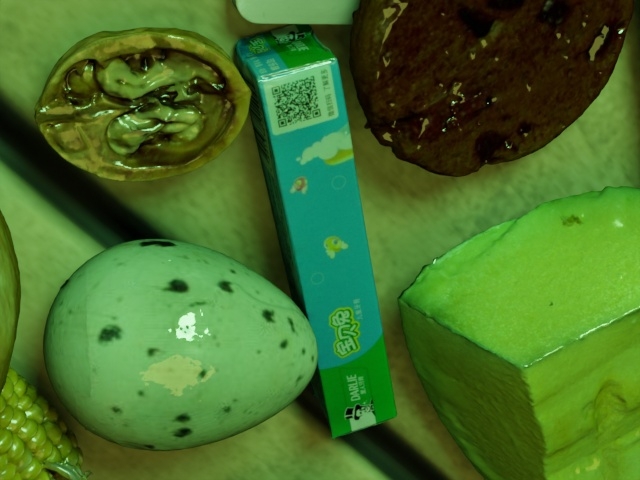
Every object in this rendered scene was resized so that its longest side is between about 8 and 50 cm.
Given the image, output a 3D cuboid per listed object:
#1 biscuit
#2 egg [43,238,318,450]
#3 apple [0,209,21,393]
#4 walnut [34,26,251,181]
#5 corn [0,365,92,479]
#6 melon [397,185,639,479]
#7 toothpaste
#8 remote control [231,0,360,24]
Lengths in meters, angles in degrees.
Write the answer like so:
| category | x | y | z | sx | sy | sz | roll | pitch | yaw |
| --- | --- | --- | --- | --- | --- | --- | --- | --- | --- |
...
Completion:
| category | x | y | z | sx | sy | sz | roll | pitch | yaw |
| --- | --- | --- | --- | --- | --- | --- | --- | --- | --- |
| biscuit | 0.102 | -0.124 | 0.688 | 0.192 | 0.049 | 0.192 | -19 | 130 | -24 |
| egg | -0.085 | 0.066 | 0.710 | 0.164 | 0.131 | 0.131 | 13 | 115 | -5 |
| apple | -0.298 | -0.011 | 0.531 | 0.346 | 0.254 | 0.179 | 19 | 104 | -27 |
| walnut | -0.101 | -0.084 | 0.670 | 0.121 | 0.052 | 0.091 | -5 | 122 | -6 |
| corn | -0.252 | 0.080 | 0.695 | 0.106 | 0.106 | 0.293 | -35 | 122 | 6 |
| melon | 0.182 | 0.126 | 0.824 | 0.196 | 0.124 | 0.323 | -20 | 128 | -2 |
| toothpaste | 0.000 | 0.000 | 0.738 | 0.050 | 0.065 | 0.266 | -17 | 121 | -10 |
| remote control | 0.007 | -0.238 | 0.622 | 0.103 | 0.034 | 0.250 | -3 | 120 | -13 |
